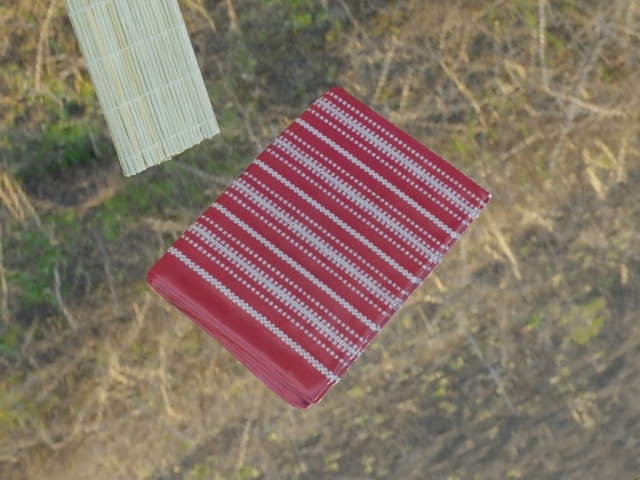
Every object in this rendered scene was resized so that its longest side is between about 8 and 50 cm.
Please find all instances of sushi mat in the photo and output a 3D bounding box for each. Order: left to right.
[{"bbox_3d":[-0.232,-0.248,1.667,0.151,0.019,0.317,-32,118,-31],"label":"sushi mat"}]

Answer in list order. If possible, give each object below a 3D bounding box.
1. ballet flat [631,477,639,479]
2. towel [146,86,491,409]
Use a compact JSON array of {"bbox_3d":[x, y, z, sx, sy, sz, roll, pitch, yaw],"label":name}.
[{"bbox_3d":[0.441,0.415,1.423,0.182,0.483,0.164,15,111,-16],"label":"ballet flat"},{"bbox_3d":[0.000,0.000,1.195,0.275,0.199,0.031,-47,164,-22],"label":"towel"}]
